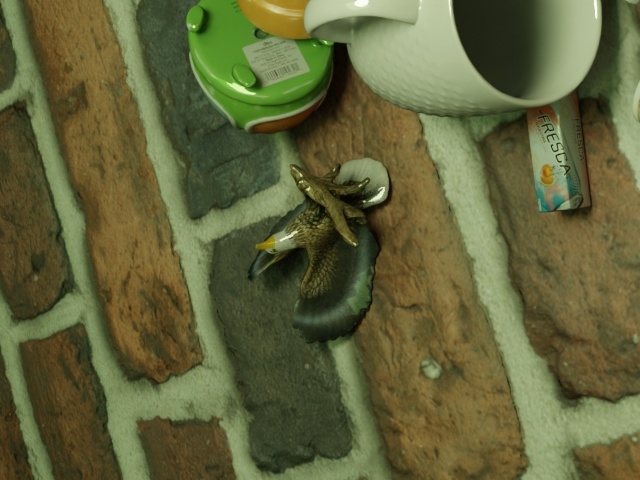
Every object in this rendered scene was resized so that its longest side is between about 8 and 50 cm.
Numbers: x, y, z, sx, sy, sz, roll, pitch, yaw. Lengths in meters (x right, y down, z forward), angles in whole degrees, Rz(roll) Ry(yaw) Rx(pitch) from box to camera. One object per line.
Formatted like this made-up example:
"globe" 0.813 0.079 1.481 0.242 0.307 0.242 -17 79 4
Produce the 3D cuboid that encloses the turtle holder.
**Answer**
"turtle holder" -0.125 -0.318 2.197 0.320 0.243 0.227 33 155 15

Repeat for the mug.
"mug" 0.155 -0.314 1.858 0.328 0.374 0.276 -2 88 58

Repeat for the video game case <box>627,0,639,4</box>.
"video game case" 0.443 -0.443 1.749 0.183 0.023 0.201 -103 34 -55

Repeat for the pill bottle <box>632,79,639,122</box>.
"pill bottle" 0.514 -0.173 1.738 0.169 0.094 0.094 30 115 36

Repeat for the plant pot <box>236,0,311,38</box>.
"plant pot" -0.035 -0.455 2.039 0.205 0.205 0.188 55 162 23

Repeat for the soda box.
"soda box" 0.350 -0.135 1.912 0.058 0.063 0.183 -7 91 43

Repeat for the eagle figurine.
"eagle figurine" -0.011 0.000 2.207 0.298 0.225 0.226 97 -177 -52
